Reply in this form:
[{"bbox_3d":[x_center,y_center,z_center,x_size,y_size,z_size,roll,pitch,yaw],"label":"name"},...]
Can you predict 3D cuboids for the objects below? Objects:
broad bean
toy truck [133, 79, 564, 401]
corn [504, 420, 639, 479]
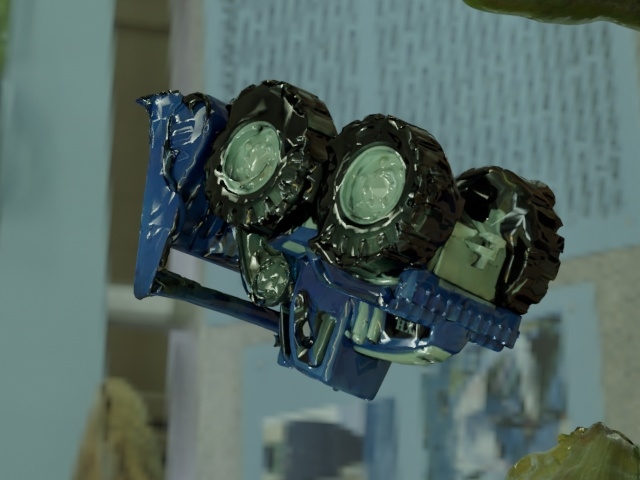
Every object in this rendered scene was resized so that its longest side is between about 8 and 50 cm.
[{"bbox_3d":[0.237,-0.184,1.465,0.043,0.298,0.060,-112,36,-48],"label":"broad bean"},{"bbox_3d":[0.000,0.000,0.903,0.208,0.113,0.126,21,89,46],"label":"toy truck"},{"bbox_3d":[0.160,0.195,1.079,0.123,0.122,0.305,-51,8,13],"label":"corn"}]
